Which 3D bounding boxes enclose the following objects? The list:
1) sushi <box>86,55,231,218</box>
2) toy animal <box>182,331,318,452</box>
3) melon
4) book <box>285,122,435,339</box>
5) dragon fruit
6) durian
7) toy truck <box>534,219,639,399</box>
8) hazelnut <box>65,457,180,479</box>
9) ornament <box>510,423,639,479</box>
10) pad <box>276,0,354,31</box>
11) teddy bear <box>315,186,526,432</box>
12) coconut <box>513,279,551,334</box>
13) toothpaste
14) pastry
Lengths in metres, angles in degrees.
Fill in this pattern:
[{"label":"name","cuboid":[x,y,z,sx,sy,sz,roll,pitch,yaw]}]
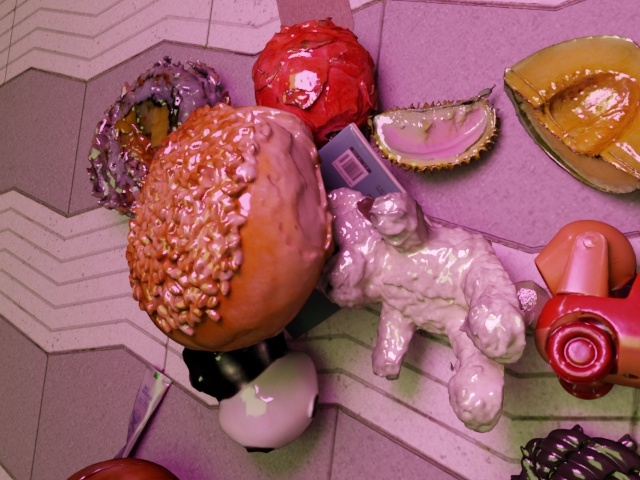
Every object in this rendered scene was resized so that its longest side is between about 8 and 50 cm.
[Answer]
[{"label":"sushi","cuboid":[-0.361,-0.231,1.392,0.418,0.176,0.417,-6,80,35]},{"label":"toy animal","cuboid":[-0.122,0.259,1.139,0.213,0.212,0.266,-37,86,26]},{"label":"melon","cuboid":[0.415,-0.184,0.871,0.169,0.129,0.265,-39,57,0]},{"label":"book","cuboid":[0.000,0.000,1.114,0.379,0.031,0.264,-36,95,28]},{"label":"dragon fruit","cuboid":[-0.010,-0.289,1.122,0.241,0.241,0.252,-41,84,25]},{"label":"durian","cuboid":[0.200,-0.178,1.031,0.221,0.095,0.137,-12,86,12]},{"label":"toy truck","cuboid":[0.410,0.093,0.793,0.265,0.189,0.239,8,73,29]},{"label":"hazelnut","cuboid":[-0.392,0.640,1.214,0.359,0.359,0.409,-49,68,21]},{"label":"ornament","cuboid":[0.387,0.368,0.828,0.260,0.106,0.251,-49,61,14]},{"label":"pad","cuboid":[-0.020,-0.515,1.293,0.176,0.002,0.266,-20,72,32]},{"label":"teddy bear","cuboid":[0.082,0.077,0.923,0.363,0.375,0.327,7,123,3]},{"label":"coconut","cuboid":[0.314,0.101,0.920,0.082,0.083,0.081,-70,16,-6]},{"label":"toothpaste","cuboid":[-0.441,0.444,1.439,0.075,0.048,0.300,32,101,45]},{"label":"pastry","cuboid":[-0.159,-0.025,0.948,0.410,0.245,0.409,-24,59,46]}]
